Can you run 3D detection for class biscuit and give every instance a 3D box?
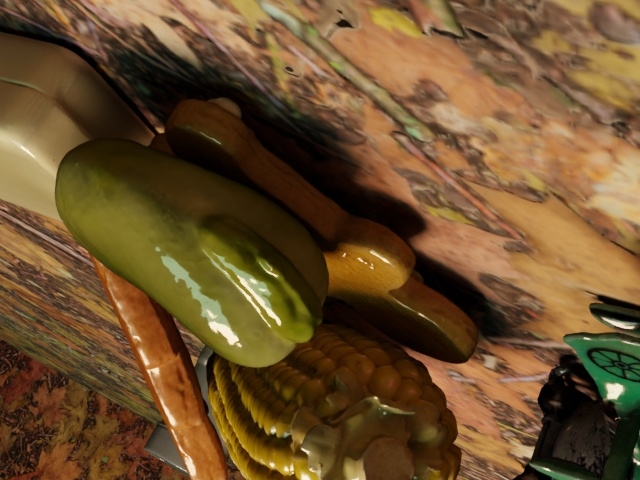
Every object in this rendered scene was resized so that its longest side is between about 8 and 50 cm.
[{"bbox_3d":[0.001,-0.001,0.594,0.240,0.035,0.158,36,164,-18],"label":"biscuit"},{"bbox_3d":[-0.153,0.069,0.861,0.284,0.043,0.306,60,166,26],"label":"biscuit"}]

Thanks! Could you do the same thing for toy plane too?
[{"bbox_3d":[0.188,0.130,0.566,0.155,0.106,0.381,12,155,30],"label":"toy plane"}]

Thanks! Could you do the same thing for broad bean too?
[{"bbox_3d":[-0.074,0.005,0.542,0.174,0.082,0.124,26,159,14],"label":"broad bean"}]

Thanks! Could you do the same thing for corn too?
[{"bbox_3d":[-0.006,0.128,0.739,0.144,0.144,0.387,33,173,-10],"label":"corn"}]

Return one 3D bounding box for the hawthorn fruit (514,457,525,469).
[{"bbox_3d":[0.205,0.234,0.803,0.125,0.140,0.125,-4,155,-2],"label":"hawthorn fruit"}]

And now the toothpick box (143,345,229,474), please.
[{"bbox_3d":[-0.138,0.218,1.228,0.101,0.153,0.101,28,162,10],"label":"toothpick box"}]

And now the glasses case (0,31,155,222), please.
[{"bbox_3d":[-0.251,-0.091,0.692,0.313,0.070,0.131,18,159,35],"label":"glasses case"}]
